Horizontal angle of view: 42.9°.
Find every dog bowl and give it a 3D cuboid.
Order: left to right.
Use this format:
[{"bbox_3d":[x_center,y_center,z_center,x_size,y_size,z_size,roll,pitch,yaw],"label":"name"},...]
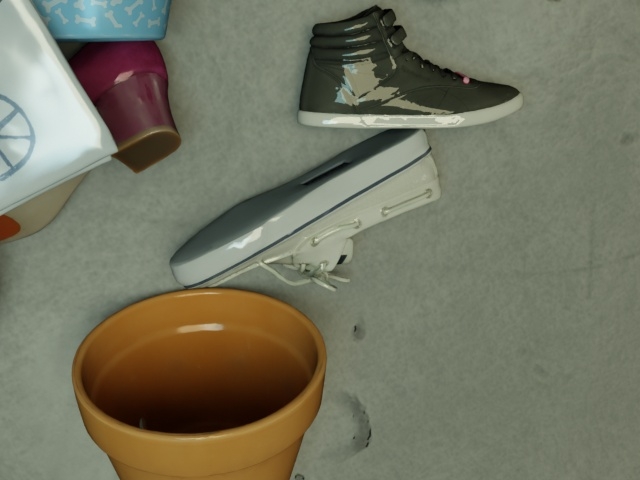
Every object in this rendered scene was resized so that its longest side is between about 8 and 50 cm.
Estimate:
[{"bbox_3d":[-0.297,-0.249,0.871,0.298,0.166,0.074,2,103,13],"label":"dog bowl"}]

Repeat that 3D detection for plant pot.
[{"bbox_3d":[-0.140,0.217,0.988,0.291,0.291,0.203,-4,118,-11],"label":"plant pot"}]

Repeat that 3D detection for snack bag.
[{"bbox_3d":[-0.412,-0.158,0.761,0.323,0.037,0.342,-27,104,1],"label":"snack bag"}]

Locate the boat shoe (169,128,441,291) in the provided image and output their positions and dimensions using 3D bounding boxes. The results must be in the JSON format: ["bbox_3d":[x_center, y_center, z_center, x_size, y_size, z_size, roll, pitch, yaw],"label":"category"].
[{"bbox_3d":[-0.002,-0.002,1.043,0.367,0.136,0.156,-30,109,-15],"label":"boat shoe"}]

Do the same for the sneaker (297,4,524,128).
[{"bbox_3d":[0.117,-0.220,1.024,0.296,0.104,0.146,-2,107,-7],"label":"sneaker"}]

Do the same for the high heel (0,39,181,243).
[{"bbox_3d":[-0.349,-0.119,0.977,0.378,0.127,0.181,-22,66,3],"label":"high heel"}]
